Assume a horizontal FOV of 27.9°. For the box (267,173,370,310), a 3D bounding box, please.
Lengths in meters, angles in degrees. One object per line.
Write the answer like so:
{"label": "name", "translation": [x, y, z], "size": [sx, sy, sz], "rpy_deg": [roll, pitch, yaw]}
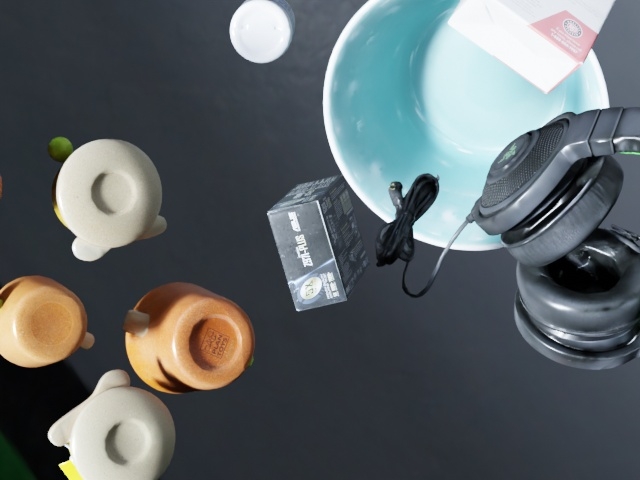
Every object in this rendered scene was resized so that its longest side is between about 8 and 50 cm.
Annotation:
{"label": "box", "translation": [0.000, 0.000, 1.824], "size": [0.180, 0.077, 0.147], "rpy_deg": [-52, -53, -70]}

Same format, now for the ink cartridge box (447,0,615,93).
{"label": "ink cartridge box", "translation": [0.214, -0.247, 1.175], "size": [0.115, 0.198, 0.067], "rpy_deg": [35, 152, -6]}

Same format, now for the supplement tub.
{"label": "supplement tub", "translation": [-0.064, -0.241, 1.450], "size": [0.071, 0.071, 0.107], "rpy_deg": [55, -170, -13]}

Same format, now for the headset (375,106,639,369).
{"label": "headset", "translation": [0.229, -0.015, 1.181], "size": [0.243, 0.394, 0.185], "rpy_deg": [64, -142, -30]}

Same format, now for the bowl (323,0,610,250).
{"label": "bowl", "translation": [0.174, -0.163, 1.428], "size": [0.312, 0.311, 0.163], "rpy_deg": [55, -151, -10]}

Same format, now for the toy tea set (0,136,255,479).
{"label": "toy tea set", "translation": [-0.197, 0.035, 1.049], "size": [0.336, 0.200, 0.124], "rpy_deg": [59, 156, -14]}
